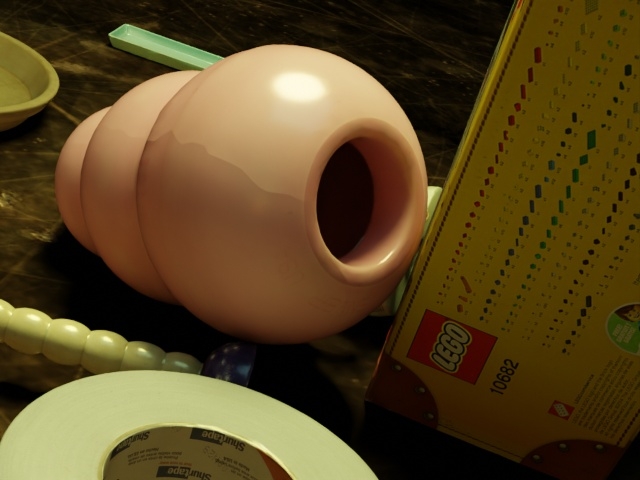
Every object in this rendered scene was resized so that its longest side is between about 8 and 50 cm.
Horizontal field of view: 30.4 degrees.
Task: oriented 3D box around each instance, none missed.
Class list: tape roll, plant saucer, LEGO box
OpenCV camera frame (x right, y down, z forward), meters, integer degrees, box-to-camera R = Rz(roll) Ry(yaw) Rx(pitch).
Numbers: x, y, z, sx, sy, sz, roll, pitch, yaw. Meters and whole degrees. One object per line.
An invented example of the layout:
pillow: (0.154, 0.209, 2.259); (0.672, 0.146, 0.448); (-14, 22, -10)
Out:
tape roll: (-0.070, 0.161, 0.633); (0.219, 0.072, 0.219); (15, 25, -7)
plant saucer: (-0.396, -0.168, 1.147); (0.278, 0.041, 0.278); (15, 24, -7)
LEGO box: (0.226, -0.130, 0.836); (0.193, 0.500, 0.372); (21, 43, 5)
plant saucer: (-0.165, -0.225, 1.461); (0.192, 0.018, 0.067); (19, 24, 3)

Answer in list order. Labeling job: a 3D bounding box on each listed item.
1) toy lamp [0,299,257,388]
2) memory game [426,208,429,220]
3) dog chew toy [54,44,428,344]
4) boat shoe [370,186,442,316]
toy lamp: (-0.183, 0.062, 0.764); (0.274, 0.080, 0.080); (19, 24, -5)
memory game: (0.000, 0.000, 0.981); (0.186, 0.012, 0.186); (-15, 23, 7)
dog chew toy: (-0.081, -0.038, 0.874); (0.206, 0.207, 0.332); (-6, 9, -42)
boat shoe: (0.056, 0.003, 1.048); (0.081, 0.079, 0.227); (4, 19, 20)
